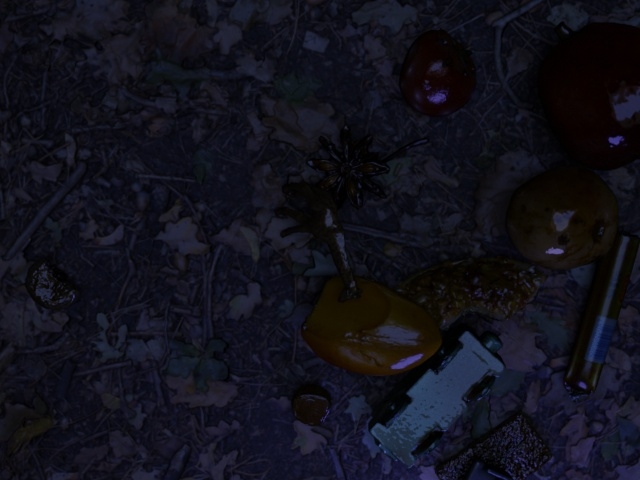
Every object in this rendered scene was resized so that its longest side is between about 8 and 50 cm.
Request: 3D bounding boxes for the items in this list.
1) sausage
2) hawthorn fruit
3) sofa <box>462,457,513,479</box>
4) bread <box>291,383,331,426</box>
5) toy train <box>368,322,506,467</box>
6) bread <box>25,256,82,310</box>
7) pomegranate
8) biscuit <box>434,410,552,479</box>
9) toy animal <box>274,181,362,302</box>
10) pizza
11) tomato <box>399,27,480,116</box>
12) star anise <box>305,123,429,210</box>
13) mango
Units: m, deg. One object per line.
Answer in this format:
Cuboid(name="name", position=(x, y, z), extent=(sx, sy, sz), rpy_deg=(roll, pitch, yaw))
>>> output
Cuboid(name="sausage", position=(0.574, 0.160, 1.883), extent=(0.082, 0.082, 0.371), rpy_deg=(14, 96, -4))
Cuboid(name="hawthorn fruit", position=(0.542, -0.289, 1.752), extent=(0.265, 0.265, 0.307), rpy_deg=(-41, 83, 2))
Cuboid(name="sofa", position=(0.327, 0.534, 1.891), extent=(0.085, 0.060, 0.147), rpy_deg=(26, 97, -7))
Cuboid(name="bread", position=(-0.019, 0.336, 1.882), extent=(0.085, 0.053, 0.085), rpy_deg=(0, 108, 1))
Cuboid(name="toy train", position=(0.237, 0.303, 1.842), extent=(0.129, 0.159, 0.326), rpy_deg=(42, 96, -4))
Cuboid(name="bread", position=(-0.537, 0.092, 1.826), extent=(0.082, 0.060, 0.113), rpy_deg=(-42, 94, 1))
Cuboid(name="pomegranate", position=(0.467, -0.047, 1.797), extent=(0.215, 0.215, 0.215), rpy_deg=(0, 96, -3))
Cuboid(name="biscuit", position=(0.366, 0.470, 1.930), extent=(0.231, 0.025, 0.131), rpy_deg=(-36, 97, 1))
Cuboid(name="toy animal", position=(0.005, -0.007, 1.785), extent=(0.275, 0.054, 0.149), rpy_deg=(45, 116, 25))
Cuboid(name="pizza", position=(0.296, 0.093, 1.820), extent=(0.305, 0.161, 0.085), rpy_deg=(-6, 132, 6))
Cuboid(name="tomato", position=(0.225, -0.321, 1.783), extent=(0.167, 0.167, 0.167), rpy_deg=(0, 96, -3))
Cuboid(name="star anise", position=(0.088, -0.136, 1.822), extent=(0.234, 0.073, 0.177), rpy_deg=(10, 96, 13))
Cuboid(name="mango", position=(0.109, 0.180, 1.798), extent=(0.257, 0.138, 0.187), rpy_deg=(22, 85, 19))
